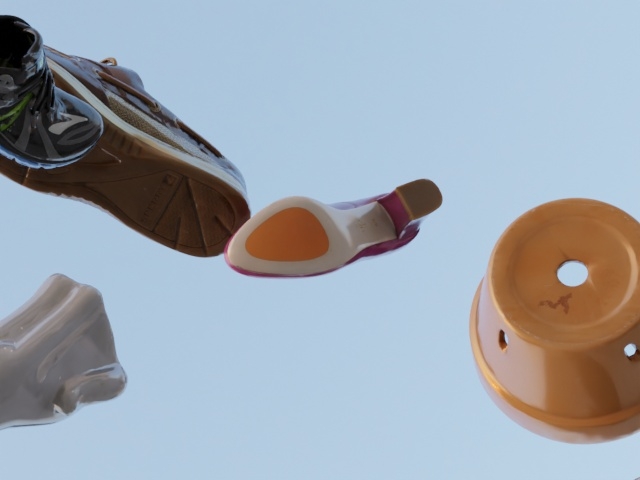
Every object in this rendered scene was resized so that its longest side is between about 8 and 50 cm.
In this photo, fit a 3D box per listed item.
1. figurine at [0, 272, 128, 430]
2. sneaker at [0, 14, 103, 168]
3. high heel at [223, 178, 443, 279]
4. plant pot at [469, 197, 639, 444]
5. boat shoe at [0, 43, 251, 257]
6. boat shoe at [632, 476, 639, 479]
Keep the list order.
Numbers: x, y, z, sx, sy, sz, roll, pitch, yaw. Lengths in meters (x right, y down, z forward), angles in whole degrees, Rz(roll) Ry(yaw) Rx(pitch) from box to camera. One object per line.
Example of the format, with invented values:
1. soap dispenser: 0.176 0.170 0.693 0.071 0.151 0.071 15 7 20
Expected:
1. figurine: -0.268 0.090 0.784 0.209 0.214 0.092 -40 -39 -49
2. sneaker: -0.213 -0.109 0.837 0.078 0.067 0.188 -26 -32 19
3. high heel: 0.000 0.000 1.170 0.244 0.117 0.082 -24 -100 -32
4. plant pot: 0.317 0.080 1.471 0.291 0.291 0.203 -34 -31 -4
5. boat shoe: -0.215 -0.110 1.143 0.342 0.123 0.123 28 -61 -15
6. boat shoe: 0.331 0.312 1.401 0.190 0.072 0.068 -26 -12 -40
